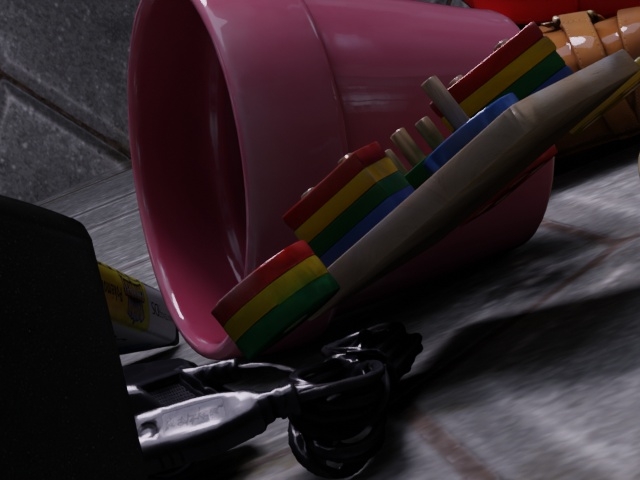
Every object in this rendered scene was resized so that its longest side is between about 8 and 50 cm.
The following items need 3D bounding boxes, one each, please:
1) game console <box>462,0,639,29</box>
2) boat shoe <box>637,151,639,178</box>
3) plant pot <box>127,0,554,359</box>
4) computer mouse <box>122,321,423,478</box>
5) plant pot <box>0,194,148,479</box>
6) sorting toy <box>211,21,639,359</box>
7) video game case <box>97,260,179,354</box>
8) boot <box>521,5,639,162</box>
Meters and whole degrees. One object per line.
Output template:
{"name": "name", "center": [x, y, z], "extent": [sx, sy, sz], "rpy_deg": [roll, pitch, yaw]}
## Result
{"name": "game console", "center": [0.280, -0.221, 1.409], "extent": [0.387, 0.060, 0.342], "rpy_deg": [-6, 16, -3]}
{"name": "boat shoe", "center": [0.206, -0.067, 0.806], "extent": [0.122, 0.110, 0.341], "rpy_deg": [-22, 7, -6]}
{"name": "plant pot", "center": [0.013, -0.047, 0.997], "extent": [0.180, 0.201, 0.201], "rpy_deg": [-7, 2, -21]}
{"name": "computer mouse", "center": [-0.086, 0.087, 0.754], "extent": [0.262, 0.060, 0.184], "rpy_deg": [-9, 4, 4]}
{"name": "plant pot", "center": [-0.160, 0.075, 0.617], "extent": [0.187, 0.188, 0.167], "rpy_deg": [-16, -4, 41]}
{"name": "sorting toy", "center": [0.057, -0.039, 0.814], "extent": [0.132, 0.046, 0.274], "rpy_deg": [-42, -7, 31]}
{"name": "video game case", "center": [-0.237, 0.054, 1.051], "extent": [0.275, 0.035, 0.248], "rpy_deg": [-10, -9, 7]}
{"name": "boot", "center": [0.136, -0.093, 1.184], "extent": [0.220, 0.109, 0.283], "rpy_deg": [-13, -11, 22]}
